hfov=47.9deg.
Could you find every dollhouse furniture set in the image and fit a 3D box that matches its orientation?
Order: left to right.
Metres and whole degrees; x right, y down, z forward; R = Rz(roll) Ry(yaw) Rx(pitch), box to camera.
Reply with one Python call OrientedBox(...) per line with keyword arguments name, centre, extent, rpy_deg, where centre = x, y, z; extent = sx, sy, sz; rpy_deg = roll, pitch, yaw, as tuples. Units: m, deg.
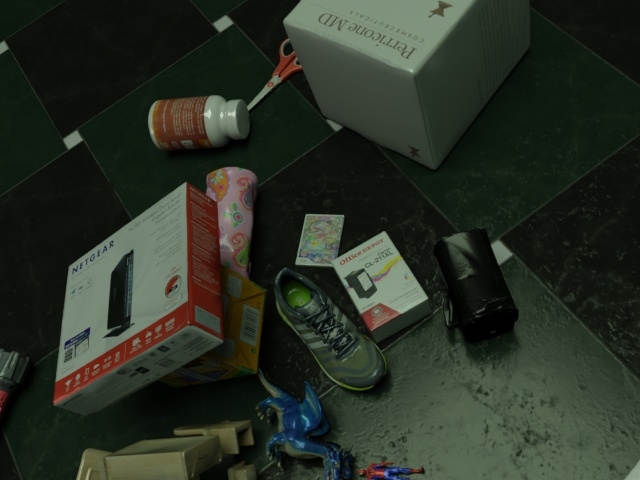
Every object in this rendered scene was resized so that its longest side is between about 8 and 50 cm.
OrientedBox(name="dollhouse furniture set", centre=(-0.231, 0.516, 1.210), extent=(0.173, 0.303, 0.356), rpy_deg=(-10, 88, 25))

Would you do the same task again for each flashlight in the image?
OrientedBox(name="flashlight", centre=(-0.678, 0.371, 1.451), extent=(0.103, 0.103, 0.304), rpy_deg=(6, 64, 21))

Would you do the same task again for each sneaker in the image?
OrientedBox(name="sneaker", centre=(0.004, 0.165, 1.357), extent=(0.111, 0.121, 0.300), rpy_deg=(-44, 59, -10))

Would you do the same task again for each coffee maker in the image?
OrientedBox(name="coffee maker", centre=(0.285, 0.069, 1.300), extent=(0.120, 0.171, 0.178), rpy_deg=(-5, 59, -18))

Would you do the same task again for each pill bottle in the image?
OrientedBox(name="pill bottle", centre=(-0.282, -0.276, 1.688), extent=(0.216, 0.121, 0.121), rpy_deg=(-1, 61, 16))

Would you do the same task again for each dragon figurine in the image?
OrientedBox(name="dragon figurine", centre=(-0.034, 0.314, 1.303), extent=(0.143, 0.085, 0.289), rpy_deg=(-20, 54, 3))

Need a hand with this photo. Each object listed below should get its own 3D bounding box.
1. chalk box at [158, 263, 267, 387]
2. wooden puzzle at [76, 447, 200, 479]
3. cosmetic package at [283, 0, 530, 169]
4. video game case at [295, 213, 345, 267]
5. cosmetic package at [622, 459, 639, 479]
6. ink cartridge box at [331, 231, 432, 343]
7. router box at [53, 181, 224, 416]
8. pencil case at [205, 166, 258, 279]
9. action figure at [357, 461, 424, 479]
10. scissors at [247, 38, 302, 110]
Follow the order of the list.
OrientedBox(name="chalk box", centre=(-0.273, 0.167, 1.376), extent=(0.288, 0.179, 0.180), rpy_deg=(-16, 55, 34))
OrientedBox(name="wooden puzzle", centre=(-0.333, 0.499, 1.246), extent=(0.044, 0.220, 0.239), rpy_deg=(-36, 40, 49))
OrientedBox(name="cosmetic package", centre=(0.200, -0.435, 1.517), extent=(0.329, 0.327, 0.394), rpy_deg=(30, 74, 28))
OrientedBox(name="video game case", centre=(0.000, 0.000, 1.516), extent=(0.087, 0.011, 0.122), rpy_deg=(2, 63, 17))
OrientedBox(name="cosmetic package", centre=(0.549, 0.510, 0.984), extent=(0.217, 0.156, 0.385), rpy_deg=(-44, 58, -13))
OrientedBox(name="ink cartridge box", centre=(0.116, 0.089, 1.395), extent=(0.127, 0.072, 0.175), rpy_deg=(-30, 58, -1))
OrientedBox(name="router box", centre=(-0.321, 0.105, 1.266), extent=(0.335, 0.082, 0.301), rpy_deg=(-32, 47, 25))
OrientedBox(name="pencil case", centre=(-0.196, -0.014, 1.523), extent=(0.124, 0.124, 0.284), rpy_deg=(-6, 61, 13))
OrientedBox(name="action figure", centre=(0.120, 0.404, 1.246), extent=(0.115, 0.030, 0.038), rpy_deg=(-3, 66, 17))
OrientedBox(name="scissors", centre=(-0.102, -0.389, 1.758), extent=(0.108, 0.021, 0.297), rpy_deg=(20, 67, 23))
